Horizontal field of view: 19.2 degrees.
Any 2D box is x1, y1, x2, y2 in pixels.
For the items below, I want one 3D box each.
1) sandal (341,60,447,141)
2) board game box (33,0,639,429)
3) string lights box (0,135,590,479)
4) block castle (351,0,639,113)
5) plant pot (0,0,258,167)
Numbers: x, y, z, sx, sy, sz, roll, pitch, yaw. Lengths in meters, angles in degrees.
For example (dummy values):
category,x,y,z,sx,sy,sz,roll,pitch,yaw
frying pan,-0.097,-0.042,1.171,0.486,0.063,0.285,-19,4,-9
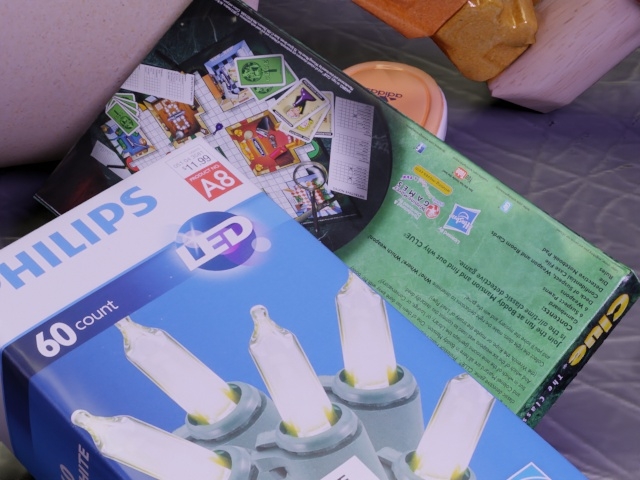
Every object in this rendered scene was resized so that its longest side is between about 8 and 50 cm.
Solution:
category,x,y,z,sx,sy,sz,roll,pitch,yaw
sandal,0.007,-0.039,0.932,0.102,0.076,0.265,8,37,8
board game box,0.000,0.000,0.834,0.259,0.030,0.136,38,85,29
string lights box,-0.015,0.085,0.718,0.133,0.077,0.259,-32,57,-27
block castle,0.059,-0.317,1.030,0.303,0.213,0.453,24,39,-36
plant pot,-0.177,-0.138,0.949,0.274,0.256,0.256,9,34,-18
